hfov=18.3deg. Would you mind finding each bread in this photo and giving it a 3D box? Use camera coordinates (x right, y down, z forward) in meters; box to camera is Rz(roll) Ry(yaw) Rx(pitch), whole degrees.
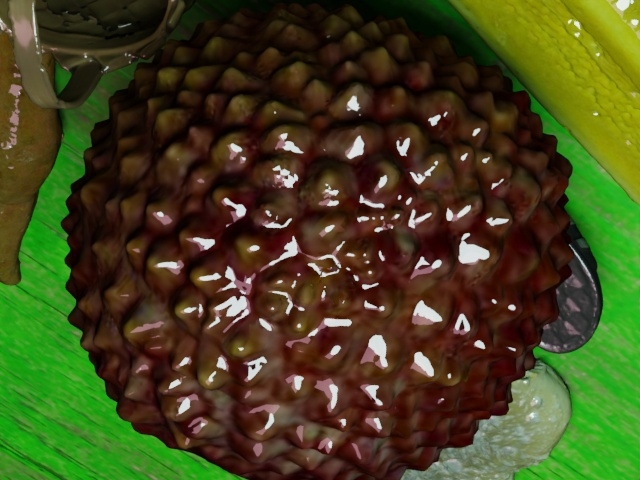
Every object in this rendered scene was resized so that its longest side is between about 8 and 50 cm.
[{"bbox_3d":[0.037,0.140,1.459,0.286,0.056,0.207,10,130,9],"label":"bread"},{"bbox_3d":[0.186,-0.123,1.140,0.383,0.112,0.166,44,156,-17],"label":"bread"}]

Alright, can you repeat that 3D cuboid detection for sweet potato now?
[{"bbox_3d":[-0.205,-0.077,1.336,0.067,0.067,0.274,16,127,2],"label":"sweet potato"}]

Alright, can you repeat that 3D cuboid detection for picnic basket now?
[{"bbox_3d":[-0.148,-0.153,1.168,0.137,0.178,0.128,0,128,17],"label":"picnic basket"}]

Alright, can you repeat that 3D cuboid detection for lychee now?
[{"bbox_3d":[0.000,0.000,1.161,0.306,0.306,0.330,38,146,-17],"label":"lychee"}]

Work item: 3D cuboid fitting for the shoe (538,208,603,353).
[{"bbox_3d":[0.132,-0.012,1.304,0.071,0.049,0.179,-32,96,36],"label":"shoe"}]
